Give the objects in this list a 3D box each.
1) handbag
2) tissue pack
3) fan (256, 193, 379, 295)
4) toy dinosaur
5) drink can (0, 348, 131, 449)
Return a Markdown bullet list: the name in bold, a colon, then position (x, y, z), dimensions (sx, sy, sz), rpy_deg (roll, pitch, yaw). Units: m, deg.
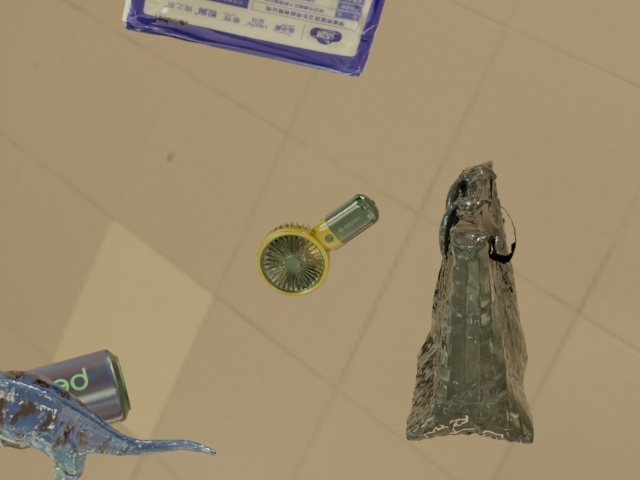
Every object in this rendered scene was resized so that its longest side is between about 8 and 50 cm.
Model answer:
- **handbag**: position (0.112, 0.040, 0.911), dimensions (0.088, 0.270, 0.175), rpy_deg (2, 104, 7)
- **tissue pack**: position (-0.059, -0.300, 1.301), dimensions (0.137, 0.269, 0.209), rpy_deg (-86, 9, -45)
- **fan**: position (0.000, 0.000, 1.388), dimensions (0.155, 0.039, 0.082), rpy_deg (-33, 107, 20)
- **toy dinosaur**: position (-0.266, 0.154, 1.109), dimensions (0.144, 0.329, 0.076), rpy_deg (-49, 20, 51)
- **drink can**: position (-0.397, 0.243, 1.894), dimensions (0.118, 0.205, 0.118), rpy_deg (165, 90, -77)
